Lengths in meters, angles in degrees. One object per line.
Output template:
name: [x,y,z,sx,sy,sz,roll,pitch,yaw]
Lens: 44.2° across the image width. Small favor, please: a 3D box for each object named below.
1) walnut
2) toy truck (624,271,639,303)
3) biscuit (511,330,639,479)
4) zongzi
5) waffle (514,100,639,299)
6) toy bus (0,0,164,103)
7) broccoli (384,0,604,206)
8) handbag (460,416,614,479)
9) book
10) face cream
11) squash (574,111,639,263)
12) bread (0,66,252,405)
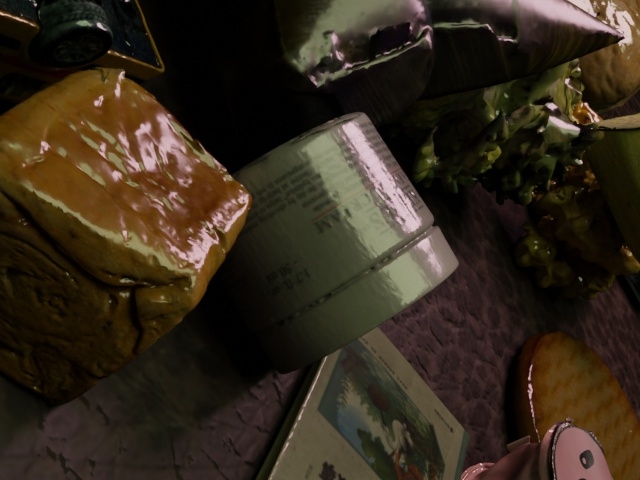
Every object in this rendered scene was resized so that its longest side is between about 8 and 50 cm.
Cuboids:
walnut: [0.460,-0.354,1.395,0.283,0.227,0.282,1,87,-10]
toy truck: [0.554,-0.055,1.394,0.184,0.133,0.338,-32,94,-38]
biscuit: [0.336,0.264,0.984,0.318,0.040,0.317,31,45,-36]
zongzi: [0.059,-0.307,0.806,0.432,0.208,0.403,-17,70,-21]
waffle: [0.382,-0.071,1.186,0.261,0.151,0.324,28,48,-32]
toy bus: [-0.236,-0.164,0.471,0.335,0.123,0.121,2,65,-65]
broccoli: [0.191,-0.204,0.986,0.334,0.324,0.272,43,-5,-9]
handbag: [0.228,0.293,0.768,0.179,0.116,0.205,-7,71,-53]
book: [0.046,0.206,0.690,0.215,0.025,0.282,49,36,-17]
face cream: [0.000,0.000,0.646,0.153,0.177,0.177,58,36,-1]
squash: [0.430,-0.045,1.010,0.137,0.137,0.287,4,67,-49]
bread: [-0.154,-0.005,0.501,0.158,0.149,0.143,40,38,-16]
